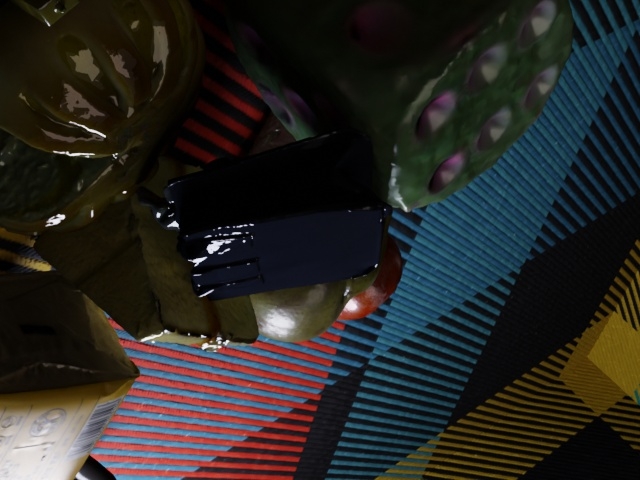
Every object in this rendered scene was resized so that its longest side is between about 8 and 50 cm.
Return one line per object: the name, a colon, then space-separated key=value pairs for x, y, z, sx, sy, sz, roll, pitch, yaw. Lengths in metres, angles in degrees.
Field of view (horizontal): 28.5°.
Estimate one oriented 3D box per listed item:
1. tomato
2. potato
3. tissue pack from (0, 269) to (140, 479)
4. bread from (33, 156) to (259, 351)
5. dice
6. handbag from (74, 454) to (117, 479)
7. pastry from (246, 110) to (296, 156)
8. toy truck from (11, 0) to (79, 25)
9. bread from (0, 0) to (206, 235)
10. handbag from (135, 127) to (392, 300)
tomato: x=0.046 y=0.049 z=2.165 sx=0.187 sy=0.151 sz=0.187 roll=-40 pitch=-161 yaw=17
potato: x=-0.002 y=0.000 z=1.958 sx=0.351 sy=0.202 sz=0.218 roll=-53 pitch=147 yaw=-15
tissue pack: x=-0.447 y=0.238 z=1.558 sx=0.293 sy=0.228 sz=0.382 roll=-2 pitch=132 yaw=-52
bread: x=-0.180 y=0.021 z=1.640 sx=0.198 sy=0.236 sz=0.263 roll=-51 pitch=155 yaw=13
dice: x=0.098 y=-0.253 z=1.545 sx=0.322 sy=0.330 sz=0.318 roll=-42 pitch=157 yaw=-11
handbag: x=-0.467 y=0.435 z=1.988 sx=0.285 sy=0.113 sz=0.257 roll=-34 pitch=149 yaw=-7
pastry: x=-0.066 y=-0.091 z=1.809 sx=0.265 sy=0.103 sz=0.112 roll=-53 pitch=160 yaw=11
toy truck: x=-0.212 y=-0.328 z=1.185 sx=0.257 sy=0.127 sz=0.127 roll=-45 pitch=155 yaw=-10
bread: x=-0.248 y=-0.146 z=1.366 sx=0.333 sy=0.160 sz=0.333 roll=-38 pitch=157 yaw=-19
handbag: x=-0.064 y=-0.020 z=1.455 sx=0.269 sy=0.118 sz=0.326 roll=-12 pitch=163 yaw=-4
